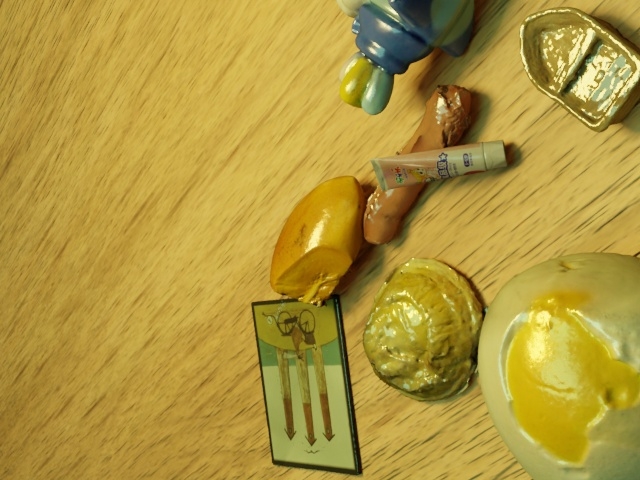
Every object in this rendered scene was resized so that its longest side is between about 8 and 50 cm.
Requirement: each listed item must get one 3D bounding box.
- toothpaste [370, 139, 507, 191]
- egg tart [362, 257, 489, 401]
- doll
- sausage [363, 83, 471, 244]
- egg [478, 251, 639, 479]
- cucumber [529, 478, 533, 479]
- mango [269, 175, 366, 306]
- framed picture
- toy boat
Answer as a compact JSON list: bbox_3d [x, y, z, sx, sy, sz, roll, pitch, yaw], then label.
[{"bbox_3d":[0.175,-0.113,1.269,0.194,0.067,0.043,-9,45,17],"label":"toothpaste"},{"bbox_3d":[0.149,0.146,1.358,0.252,0.098,0.232,-21,83,41],"label":"egg tart"},{"bbox_3d":[0.121,-0.390,1.279,0.376,0.186,0.366,-45,52,52],"label":"doll"},{"bbox_3d":[0.147,-0.115,1.339,0.078,0.078,0.304,53,131,28],"label":"sausage"},{"bbox_3d":[0.338,0.175,1.022,0.283,0.283,0.345,1,119,46],"label":"egg"},{"bbox_3d":[0.346,0.368,1.217,0.107,0.035,0.067,-23,77,43],"label":"cucumber"},{"bbox_3d":[0.000,0.000,1.463,0.252,0.126,0.154,-63,22,23],"label":"mango"},{"bbox_3d":[-0.032,0.268,1.612,0.244,0.013,0.324,-9,87,47],"label":"framed picture"},{"bbox_3d":[0.343,-0.236,1.130,0.188,0.061,0.116,50,128,30],"label":"toy boat"}]
